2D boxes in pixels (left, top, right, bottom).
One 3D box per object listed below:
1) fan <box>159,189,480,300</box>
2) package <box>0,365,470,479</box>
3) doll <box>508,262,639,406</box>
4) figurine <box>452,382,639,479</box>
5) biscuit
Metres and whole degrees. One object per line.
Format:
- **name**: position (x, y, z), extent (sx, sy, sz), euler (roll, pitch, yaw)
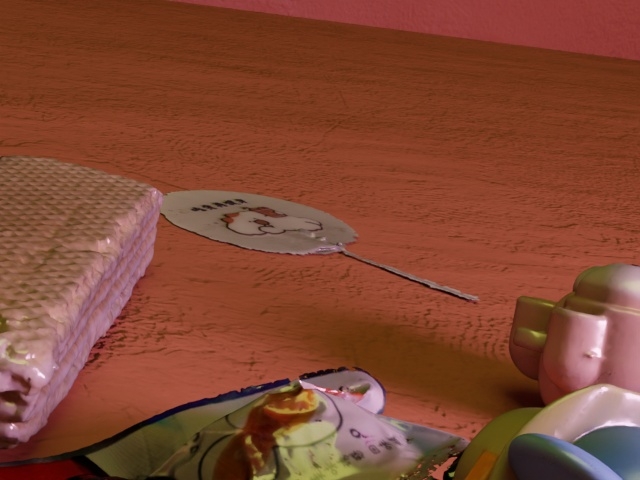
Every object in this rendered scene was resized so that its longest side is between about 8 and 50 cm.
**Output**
- **fan**: position (0.000, -0.001, 1.454), extent (0.329, 0.009, 0.191), euler (20, 18, 31)
- **package**: position (-0.050, 0.131, 0.867), extent (0.269, 0.071, 0.194), euler (-20, 18, -27)
- **doll**: position (0.266, 0.088, 1.148), extent (0.278, 0.119, 0.154), euler (12, 1, -22)
- **figurine**: position (0.168, 0.161, 0.749), extent (0.180, 0.154, 0.262), euler (13, 7, -41)
- **biscuit**: position (-0.202, 0.026, 1.088), extent (0.144, 0.078, 0.426), euler (12, 16, 2)
